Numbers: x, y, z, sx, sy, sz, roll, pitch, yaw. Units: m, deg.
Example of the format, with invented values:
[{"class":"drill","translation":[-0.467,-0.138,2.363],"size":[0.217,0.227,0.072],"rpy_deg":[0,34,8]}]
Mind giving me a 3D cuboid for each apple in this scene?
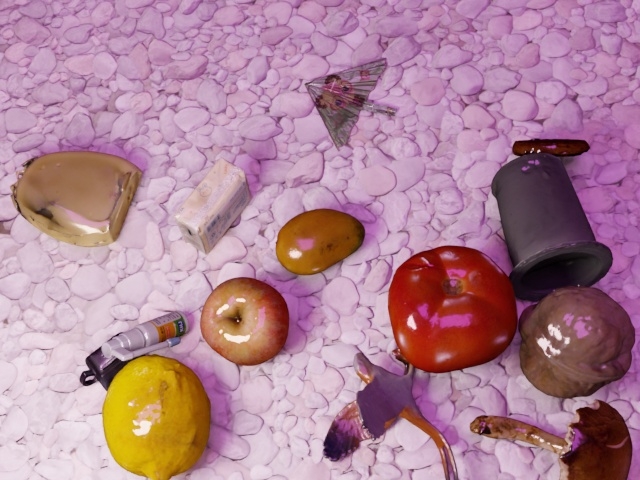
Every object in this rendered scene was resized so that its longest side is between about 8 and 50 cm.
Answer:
[{"class":"apple","translation":[-0.170,0.183,1.923],"size":[0.209,0.164,0.210],"rpy_deg":[-4,71,12]}]

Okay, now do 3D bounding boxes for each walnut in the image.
[{"class":"walnut","translation":[0.536,0.216,1.800],"size":[0.248,0.248,0.248],"rpy_deg":[-2,64,4]}]

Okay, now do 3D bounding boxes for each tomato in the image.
[{"class":"tomato","translation":[0.285,0.161,1.853],"size":[0.298,0.226,0.299],"rpy_deg":[2,47,-3]}]

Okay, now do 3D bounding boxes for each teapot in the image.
[{"class":"teapot","translation":[-0.477,0.267,1.940],"size":[0.177,0.096,0.087],"rpy_deg":[-39,68,-14]}]

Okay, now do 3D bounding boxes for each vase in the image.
[{"class":"vase","translation":[0.510,-0.043,1.946],"size":[0.245,0.245,0.291],"rpy_deg":[-10,59,0]}]

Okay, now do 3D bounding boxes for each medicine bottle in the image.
[{"class":"medicine bottle","translation":[-0.382,0.220,1.903],"size":[0.092,0.061,0.220],"rpy_deg":[22,25,33]}]

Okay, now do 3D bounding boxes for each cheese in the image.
[{"class":"cheese","translation":[-0.625,-0.115,2.129],"size":[0.315,0.128,0.260],"rpy_deg":[12,58,4]}]

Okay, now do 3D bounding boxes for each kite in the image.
[{"class":"kite","translation":[0.078,-0.381,2.262],"size":[0.267,0.013,0.323],"rpy_deg":[22,68,15]}]

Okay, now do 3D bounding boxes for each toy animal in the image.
[{"class":"toy animal","translation":[0.189,0.368,1.828],"size":[0.284,0.225,0.302],"rpy_deg":[21,54,-6]}]

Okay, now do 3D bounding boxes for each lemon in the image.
[{"class":"lemon","translation":[-0.348,0.377,1.806],"size":[0.233,0.233,0.288],"rpy_deg":[-14,58,-2]}]

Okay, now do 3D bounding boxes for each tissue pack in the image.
[{"class":"tissue pack","translation":[-0.259,-0.084,2.067],"size":[0.092,0.148,0.196],"rpy_deg":[31,69,17]}]

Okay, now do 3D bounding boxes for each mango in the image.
[{"class":"mango","translation":[-0.005,-0.004,2.026],"size":[0.221,0.120,0.152],"rpy_deg":[-28,68,-17]}]

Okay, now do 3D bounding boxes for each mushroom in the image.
[{"class":"mushroom","translation":[0.509,0.404,1.769],"size":[0.233,0.208,0.302],"rpy_deg":[-6,41,-45]}]

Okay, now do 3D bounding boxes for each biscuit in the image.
[{"class":"biscuit","translation":[0.560,-0.224,2.066],"size":[0.192,0.192,0.049],"rpy_deg":[-3,102,3]}]
